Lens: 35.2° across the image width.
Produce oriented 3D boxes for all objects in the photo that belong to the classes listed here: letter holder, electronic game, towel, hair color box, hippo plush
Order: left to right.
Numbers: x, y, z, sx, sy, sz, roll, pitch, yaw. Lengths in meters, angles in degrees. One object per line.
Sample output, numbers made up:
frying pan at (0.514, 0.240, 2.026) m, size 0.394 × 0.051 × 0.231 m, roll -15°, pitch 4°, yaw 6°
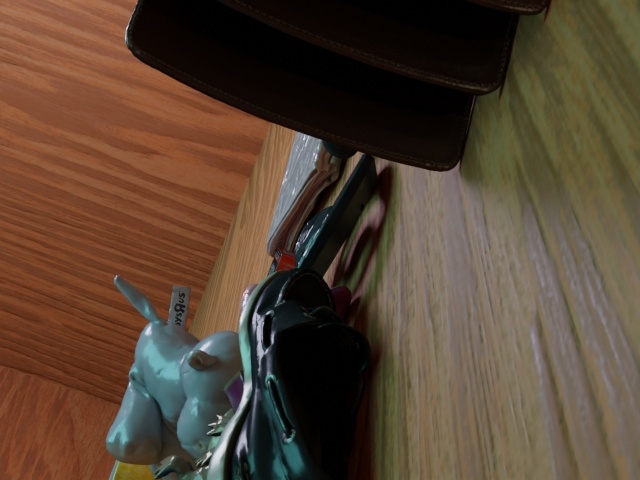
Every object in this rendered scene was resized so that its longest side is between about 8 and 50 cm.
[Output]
hippo plush at (-0.141, 0.202, 1.405) m, size 0.236 × 0.234 × 0.294 m, roll -7°, pitch 75°, yaw 46°
hair color box at (-0.068, 0.087, 1.548) m, size 0.072 × 0.043 × 0.141 m, roll -135°, pitch 64°, yaw -80°
electronic game at (0.000, 0.000, 1.172) m, size 0.229 × 0.048 × 0.229 m, roll -60°, pitch 1°, yaw 1°
towel at (0.000, -0.171, 1.676) m, size 0.317 × 0.053 × 0.332 m, roll 126°, pitch 161°, yaw -60°
letter holder at (0.017, -0.208, 0.813) m, size 0.152 × 0.301 × 0.215 m, roll 130°, pitch 158°, yaw -66°

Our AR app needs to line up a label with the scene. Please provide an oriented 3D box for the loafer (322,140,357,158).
loafer at (0.038, -0.142, 1.318) m, size 0.223 × 0.076 × 0.078 m, roll -84°, pitch 11°, yaw -75°

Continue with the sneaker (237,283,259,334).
sneaker at (-0.111, 0.129, 1.705) m, size 0.070 × 0.051 × 0.134 m, roll 130°, pitch 155°, yaw -62°

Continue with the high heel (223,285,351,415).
high heel at (-0.024, 0.155, 1.118) m, size 0.244 × 0.082 × 0.117 m, roll -46°, pitch 60°, yaw 31°

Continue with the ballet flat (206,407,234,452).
ballet flat at (-0.109, 0.323, 1.209) m, size 0.086 × 0.086 × 0.249 m, roll 142°, pitch 145°, yaw -74°

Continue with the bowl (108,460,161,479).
bowl at (-0.340, 0.545, 1.839) m, size 0.289 × 0.156 × 0.290 m, roll -160°, pitch 90°, yaw -81°

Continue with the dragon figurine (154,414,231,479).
dragon figurine at (-0.086, 0.272, 1.088) m, size 0.289 × 0.144 × 0.085 m, roll -41°, pitch 17°, yaw 16°

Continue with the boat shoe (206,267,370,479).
boat shoe at (-0.008, 0.120, 0.898) m, size 0.113 × 0.127 × 0.340 m, roll -32°, pitch 18°, yaw 25°
